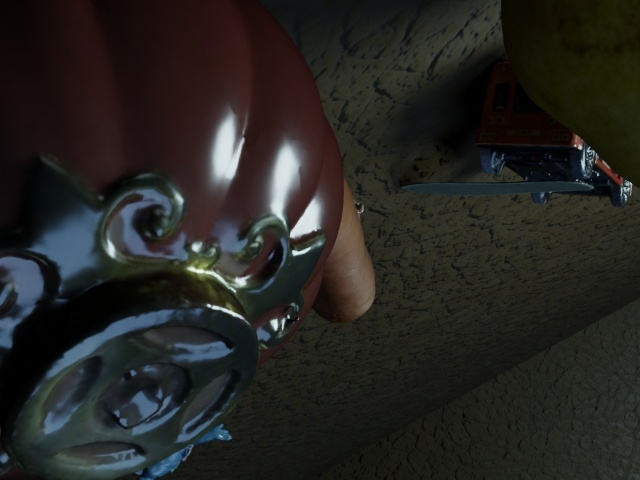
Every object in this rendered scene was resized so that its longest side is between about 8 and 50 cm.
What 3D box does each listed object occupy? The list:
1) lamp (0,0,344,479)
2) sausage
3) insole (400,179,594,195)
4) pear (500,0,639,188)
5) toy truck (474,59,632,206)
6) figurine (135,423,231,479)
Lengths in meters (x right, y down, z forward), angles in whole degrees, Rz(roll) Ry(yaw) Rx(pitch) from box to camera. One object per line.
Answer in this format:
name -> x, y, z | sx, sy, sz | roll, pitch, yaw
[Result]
lamp -> -0.135, -0.012, 0.421 | 0.303, 0.257, 0.303 | -23, 142, -19
sausage -> 0.000, 0.000, 0.844 | 0.094, 0.094, 0.419 | -56, 160, -11
insole -> 0.182, -0.055, 0.859 | 0.080, 0.003, 0.232 | 10, 175, -42
pear -> 0.272, -0.176, 0.509 | 0.314, 0.314, 0.314 | -24, 157, -10
toy truck -> 0.258, -0.107, 0.856 | 0.107, 0.114, 0.252 | 5, 175, 32
figurine -> -0.197, 0.225, 1.032 | 0.144, 0.114, 0.178 | 35, 85, -43
